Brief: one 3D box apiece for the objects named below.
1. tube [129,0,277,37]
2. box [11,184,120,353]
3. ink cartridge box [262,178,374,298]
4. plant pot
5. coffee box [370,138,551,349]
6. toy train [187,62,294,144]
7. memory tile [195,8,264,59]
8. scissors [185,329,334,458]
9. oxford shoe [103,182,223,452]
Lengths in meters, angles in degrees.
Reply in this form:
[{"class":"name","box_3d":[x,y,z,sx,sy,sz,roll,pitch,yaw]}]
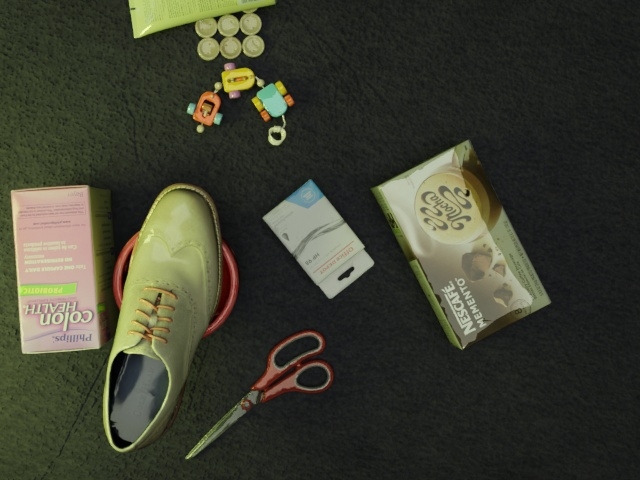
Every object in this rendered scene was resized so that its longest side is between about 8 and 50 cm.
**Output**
[{"class":"tube","box_3d":[-0.193,-0.395,1.666,0.240,0.062,0.070,-10,48,3]},{"class":"box","box_3d":[-0.391,0.040,1.596,0.117,0.213,0.242,-5,92,-3]},{"class":"ink cartridge box","box_3d":[0.000,0.000,1.691,0.104,0.060,0.180,-39,93,-2]},{"class":"plant pot","box_3d":[-0.222,0.060,1.624,0.191,0.174,0.191,0,91,-3]},{"class":"coffee box","box_3d":[0.226,0.008,1.673,0.168,0.119,0.297,-27,92,-3]},{"class":"toy train","box_3d":[-0.127,-0.221,1.690,0.166,0.046,0.125,17,92,0]},{"class":"memory tile","box_3d":[-0.154,-0.374,1.700,0.113,0.012,0.147,-5,92,-3]},{"class":"scissors","box_3d":[-0.114,0.253,1.714,0.297,0.021,0.109,-27,95,-1]},{"class":"oxford shoe","box_3d":[-0.223,0.114,1.468,0.141,0.146,0.396,10,93,-2]}]
